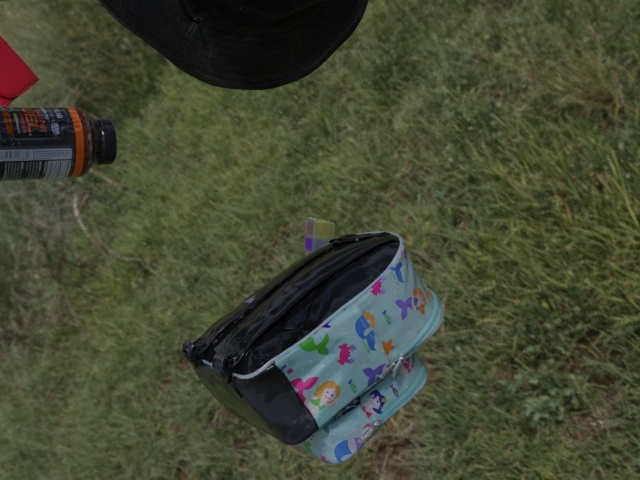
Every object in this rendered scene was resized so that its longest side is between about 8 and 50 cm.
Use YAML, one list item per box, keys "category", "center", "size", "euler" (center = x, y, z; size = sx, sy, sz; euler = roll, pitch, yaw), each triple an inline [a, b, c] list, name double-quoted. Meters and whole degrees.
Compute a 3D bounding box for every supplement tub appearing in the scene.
- category: "supplement tub"
  center: [-0.401, -0.141, 1.087]
  size: [0.106, 0.197, 0.106]
  euler: [15, 108, 54]

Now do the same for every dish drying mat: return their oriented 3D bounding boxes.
- category: "dish drying mat"
  center: [-0.209, -0.120, 0.448]
  size: [0.008, 0.083, 0.032]
  euler: [-12, 35, 48]

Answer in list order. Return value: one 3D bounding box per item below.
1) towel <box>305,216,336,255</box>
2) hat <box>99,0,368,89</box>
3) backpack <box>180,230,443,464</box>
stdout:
- category: "towel"
  center: [0.000, 0.000, 1.386]
  size: [0.060, 0.009, 0.083]
  euler: [9, 110, 18]
- category: "hat"
  center: [-0.052, -0.293, 0.700]
  size: [0.134, 0.331, 0.331]
  euler: [27, 87, 54]
- category: "backpack"
  center: [0.009, 0.106, 0.831]
  size: [0.253, 0.191, 0.225]
  euler: [-45, 19, -22]
